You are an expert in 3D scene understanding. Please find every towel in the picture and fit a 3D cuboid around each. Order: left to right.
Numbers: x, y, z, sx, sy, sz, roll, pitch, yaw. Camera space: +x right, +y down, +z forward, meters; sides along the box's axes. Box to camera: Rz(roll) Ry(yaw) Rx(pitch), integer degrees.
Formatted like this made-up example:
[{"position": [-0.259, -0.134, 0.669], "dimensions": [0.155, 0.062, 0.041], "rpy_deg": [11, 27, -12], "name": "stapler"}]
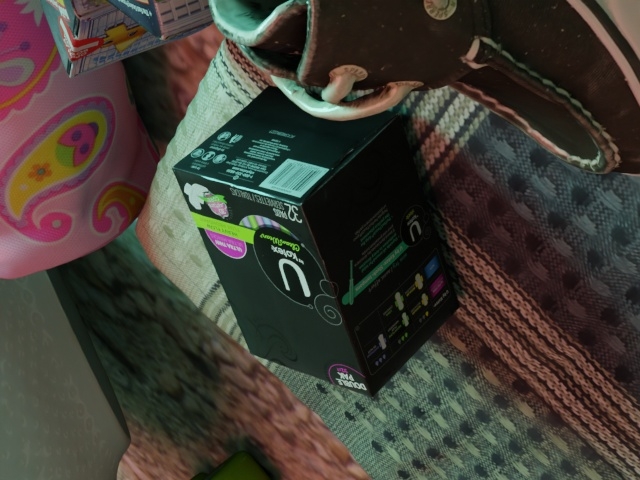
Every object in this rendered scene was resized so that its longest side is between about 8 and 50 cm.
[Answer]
[{"position": [0.078, 0.023, 0.549], "dimensions": [0.312, 0.056, 0.324], "rpy_deg": [44, 149, 4], "name": "towel"}]

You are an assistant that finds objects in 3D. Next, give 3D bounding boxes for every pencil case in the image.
[{"position": [-0.155, -0.121, 0.625], "dimensions": [0.124, 0.124, 0.284], "rpy_deg": [23, 142, 40], "name": "pencil case"}]

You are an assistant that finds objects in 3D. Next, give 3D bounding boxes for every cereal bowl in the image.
[{"position": [-0.199, 0.067, 0.829], "dimensions": [0.339, 0.141, 0.339], "rpy_deg": [63, 173, 13], "name": "cereal bowl"}]

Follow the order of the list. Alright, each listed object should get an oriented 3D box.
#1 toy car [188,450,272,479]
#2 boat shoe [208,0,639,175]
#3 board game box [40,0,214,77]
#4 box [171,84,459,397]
[{"position": [-0.073, 0.243, 0.866], "dimensions": [0.155, 0.188, 0.149], "rpy_deg": [50, 152, 0], "name": "toy car"}, {"position": [0.004, -0.067, 0.351], "dimensions": [0.219, 0.070, 0.078], "rpy_deg": [35, 169, -26], "name": "boat shoe"}, {"position": [-0.064, -0.133, 0.450], "dimensions": [0.194, 0.060, 0.194], "rpy_deg": [41, 150, 58], "name": "board game box"}, {"position": [0.000, 0.000, 0.511], "dimensions": [0.062, 0.052, 0.083], "rpy_deg": [17, 140, 41], "name": "box"}]
